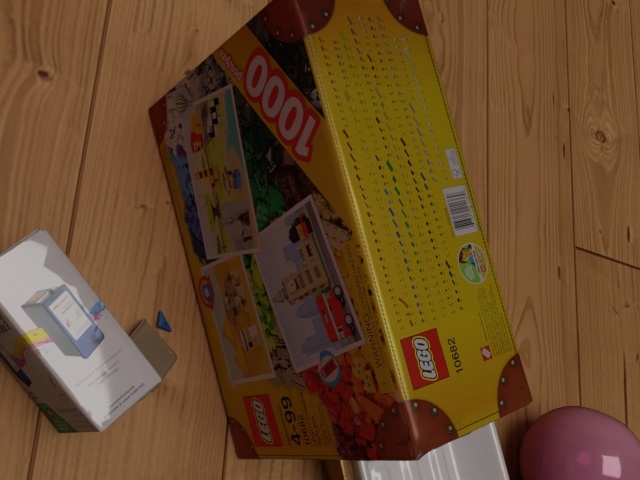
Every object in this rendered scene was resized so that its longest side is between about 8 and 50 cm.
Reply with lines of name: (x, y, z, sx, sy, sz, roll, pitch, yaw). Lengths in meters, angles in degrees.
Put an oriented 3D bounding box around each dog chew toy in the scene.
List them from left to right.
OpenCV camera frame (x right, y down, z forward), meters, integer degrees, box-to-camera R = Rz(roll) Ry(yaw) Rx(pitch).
dog chew toy: (0.398, 0.442, 1.264, 0.206, 0.206, 0.332, 37, 67, -22)

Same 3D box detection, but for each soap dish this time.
soap dish: (0.144, 0.361, 1.142, 0.291, 0.118, 0.229, -10, 84, -38)

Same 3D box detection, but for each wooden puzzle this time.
wooden puzzle: (-0.220, 0.146, 0.989, 0.078, 0.014, 0.116, 59, 34, -13)

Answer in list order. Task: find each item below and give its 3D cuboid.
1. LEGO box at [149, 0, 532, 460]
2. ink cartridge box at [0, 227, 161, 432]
LEGO box: (0.000, 0.000, 0.977, 0.193, 0.372, 0.500, -12, 84, -37)
ink cartridge box: (-0.298, 0.106, 0.867, 0.093, 0.154, 0.212, -40, 103, -35)
